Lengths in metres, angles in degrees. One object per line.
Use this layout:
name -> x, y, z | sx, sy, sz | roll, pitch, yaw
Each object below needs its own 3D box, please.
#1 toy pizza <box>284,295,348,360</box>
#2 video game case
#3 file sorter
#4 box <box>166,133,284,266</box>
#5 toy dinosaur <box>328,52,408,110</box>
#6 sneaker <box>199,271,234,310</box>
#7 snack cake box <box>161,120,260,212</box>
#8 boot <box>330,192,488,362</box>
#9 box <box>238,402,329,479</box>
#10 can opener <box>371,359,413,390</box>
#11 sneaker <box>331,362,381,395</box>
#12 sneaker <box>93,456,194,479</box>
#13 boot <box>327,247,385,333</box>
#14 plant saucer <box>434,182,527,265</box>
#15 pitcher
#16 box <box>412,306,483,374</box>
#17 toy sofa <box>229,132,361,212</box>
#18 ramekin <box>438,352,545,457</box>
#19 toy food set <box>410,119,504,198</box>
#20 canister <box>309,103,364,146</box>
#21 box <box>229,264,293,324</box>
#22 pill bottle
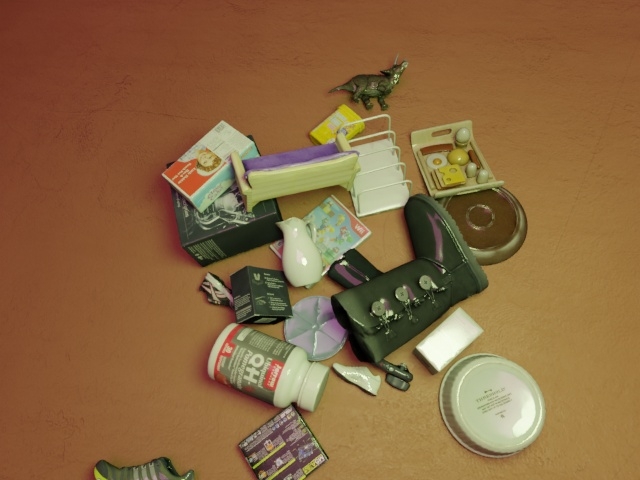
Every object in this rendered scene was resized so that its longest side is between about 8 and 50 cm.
toy pizza -> -0.013, 0.272, 1.297 | 0.202, 0.032, 0.201 | -3, 67, 7
video game case -> 0.000, 0.000, 1.407 | 0.285, 0.025, 0.204 | -40, 69, -9
file sorter -> 0.182, -0.250, 1.404 | 0.193, 0.173, 0.277 | -14, 68, 2
box -> -0.315, -0.136, 1.407 | 0.313, 0.179, 0.342 | -20, 63, -2
toy dinosaur -> 0.186, -0.579, 1.582 | 0.314, 0.121, 0.160 | -12, 55, 7
sneaker -> -0.325, 0.185, 1.362 | 0.178, 0.072, 0.077 | 38, 90, 27
snack cake box -> -0.339, -0.234, 1.308 | 0.152, 0.089, 0.264 | 39, 76, 22
boot -> 0.218, 0.093, 1.215 | 0.446, 0.146, 0.366 | -27, 72, -18
box -> -0.105, 0.594, 1.175 | 0.191, 0.045, 0.184 | -36, 71, -8
can opener -> 0.183, 0.366, 1.219 | 0.186, 0.059, 0.073 | 28, 75, 16
sneaker -> 0.106, 0.395, 1.226 | 0.152, 0.053, 0.061 | 27, 65, 10
sneaker -> -0.488, 0.667, 1.174 | 0.300, 0.111, 0.121 | 15, 61, 7
boot -> 0.101, 0.161, 1.290 | 0.207, 0.094, 0.246 | 34, 70, 15
plant saucer -> 0.516, -0.071, 1.357 | 0.311, 0.050, 0.310 | -2, 69, 6
pitcher -> -0.050, 0.034, 1.324 | 0.126, 0.178, 0.206 | -16, 85, 34
box -> 0.358, 0.289, 1.188 | 0.171, 0.130, 0.091 | -39, 68, -9
toy sofa -> -0.073, -0.223, 1.246 | 0.363, 0.177, 0.150 | -14, 63, -16
ramekin -> 0.463, 0.437, 1.118 | 0.273, 0.127, 0.272 | -2, 69, 6
toy food set -> 0.448, -0.276, 1.395 | 0.220, 0.092, 0.305 | -11, 53, 3
canister -> 0.058, -0.404, 1.534 | 0.170, 0.073, 0.126 | -41, 69, -8
box -> -0.182, 0.171, 1.282 | 0.093, 0.156, 0.158 | -29, 63, 34
pill bottle -> -0.144, 0.369, 1.196 | 0.319, 0.176, 0.176 | 17, 72, 14
